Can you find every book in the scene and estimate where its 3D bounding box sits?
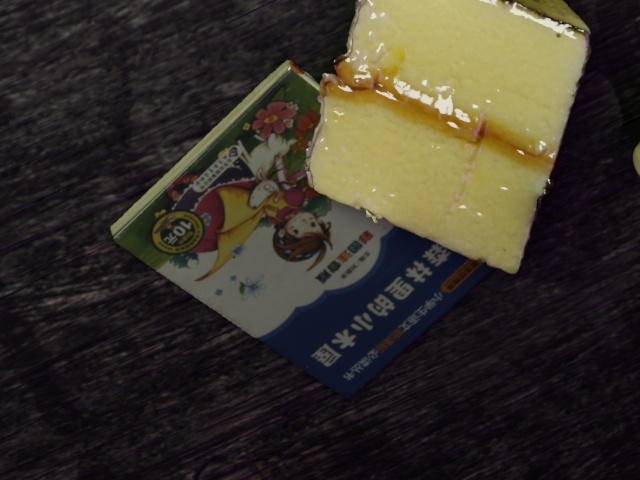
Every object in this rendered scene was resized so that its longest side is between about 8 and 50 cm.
[{"bbox_3d":[0.000,0.000,1.692,0.228,0.018,0.322,-43,126,16],"label":"book"}]

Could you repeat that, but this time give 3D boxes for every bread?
[{"bbox_3d":[0.098,-0.103,1.562,0.178,0.135,0.240,3,119,-23],"label":"bread"}]

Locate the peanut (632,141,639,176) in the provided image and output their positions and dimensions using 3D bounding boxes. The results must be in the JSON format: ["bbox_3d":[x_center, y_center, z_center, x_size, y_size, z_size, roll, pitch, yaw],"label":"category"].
[{"bbox_3d":[0.427,-0.106,1.668,0.313,0.149,0.149,-14,129,-7],"label":"peanut"}]
